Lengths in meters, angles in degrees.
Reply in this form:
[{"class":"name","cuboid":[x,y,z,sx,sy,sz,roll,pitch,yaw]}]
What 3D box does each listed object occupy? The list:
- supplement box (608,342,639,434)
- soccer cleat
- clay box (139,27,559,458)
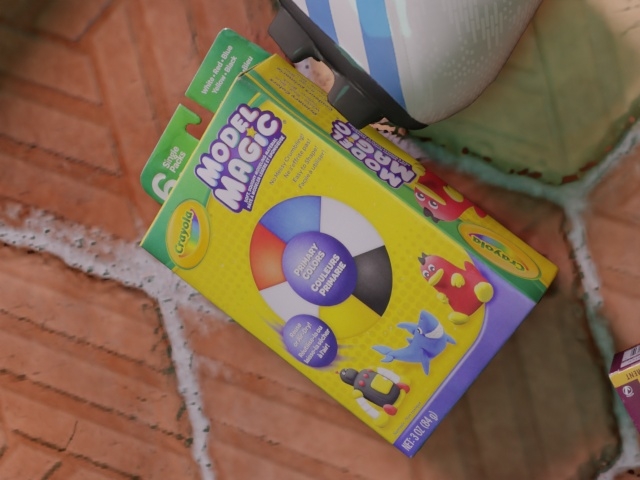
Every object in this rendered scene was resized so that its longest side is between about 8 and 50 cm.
[{"class":"supplement box","cuboid":[0.193,0.090,0.738,0.055,0.043,0.083,-28,93,19]},{"class":"soccer cleat","cuboid":[-0.021,-0.205,0.712,0.143,0.116,0.331,-43,93,12]},{"class":"clay box","cuboid":[0.000,0.000,0.762,0.222,0.053,0.127,37,122,6]}]
